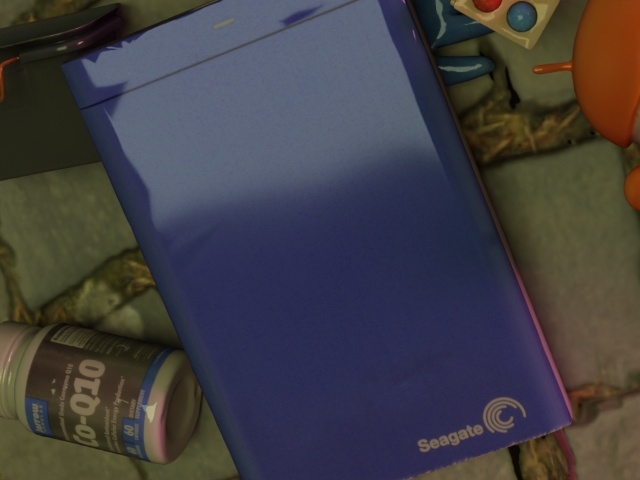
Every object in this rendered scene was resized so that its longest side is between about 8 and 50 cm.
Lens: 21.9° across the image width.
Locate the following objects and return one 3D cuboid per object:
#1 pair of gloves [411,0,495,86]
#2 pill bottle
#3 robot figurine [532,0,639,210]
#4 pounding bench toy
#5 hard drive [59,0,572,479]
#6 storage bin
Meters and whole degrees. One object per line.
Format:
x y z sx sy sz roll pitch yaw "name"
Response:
0.030 -0.179 1.003 0.159 0.023 0.198 -22 96 10 "pair of gloves"
-0.155 0.098 1.105 0.137 0.078 0.078 11 104 17 "pill bottle"
0.235 -0.093 0.908 0.219 0.128 0.158 22 117 13 "robot figurine"
0.117 -0.159 0.950 0.052 0.065 0.083 28 100 -3 "pounding bench toy"
0.000 0.000 1.015 0.210 0.040 0.318 -20 101 12 "hard drive"
-0.188 -0.091 1.077 0.135 0.098 0.091 -10 107 21 "storage bin"
